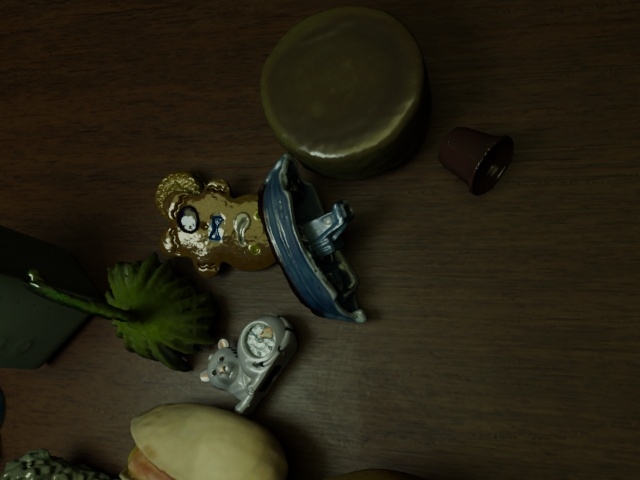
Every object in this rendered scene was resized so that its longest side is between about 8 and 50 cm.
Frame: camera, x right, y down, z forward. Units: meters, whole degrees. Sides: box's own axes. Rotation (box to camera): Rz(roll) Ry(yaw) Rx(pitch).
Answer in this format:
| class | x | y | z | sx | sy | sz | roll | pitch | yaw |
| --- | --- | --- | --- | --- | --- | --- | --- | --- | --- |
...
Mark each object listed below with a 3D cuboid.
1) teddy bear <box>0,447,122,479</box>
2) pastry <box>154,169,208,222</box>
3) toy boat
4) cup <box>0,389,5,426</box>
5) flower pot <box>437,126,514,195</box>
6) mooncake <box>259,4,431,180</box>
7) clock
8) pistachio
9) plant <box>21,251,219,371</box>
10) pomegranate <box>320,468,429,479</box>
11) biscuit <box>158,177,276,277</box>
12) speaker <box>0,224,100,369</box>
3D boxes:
| class | x | y | z | sx | sy | sz | roll | pitch | yaw |
| --- | --- | --- | --- | --- | --- | --- | --- | --- | --- |
| teddy bear | -0.398 | 0.570 | 1.069 | 0.357 | 0.224 | 0.367 | 18 | 87 | 32 |
| pastry | -0.258 | -0.082 | 1.224 | 0.097 | 0.057 | 0.109 | 15 | 86 | 16 |
| toy boat | 0.000 | 0.000 | 1.086 | 0.142 | 0.129 | 0.309 | -24 | 92 | 29 |
| cup | -0.688 | 0.341 | 1.216 | 0.131 | 0.155 | 0.176 | -38 | 71 | 7 |
| flower pot | 0.248 | -0.141 | 1.072 | 0.089 | 0.111 | 0.111 | 38 | 91 | 31 |
| mooncake | 0.047 | -0.244 | 1.116 | 0.284 | 0.155 | 0.284 | -3 | 79 | 18 |
| clock | -0.124 | 0.196 | 1.123 | 0.117 | 0.080 | 0.176 | 35 | 92 | 19 |
| pistachio | -0.186 | 0.368 | 1.052 | 0.299 | 0.187 | 0.187 | 9 | 83 | 21 |
| plant | -0.313 | 0.143 | 1.068 | 0.251 | 0.333 | 0.180 | 28 | 103 | 6 |
| pomegranate | 0.055 | 0.496 | 0.855 | 0.417 | 0.416 | 0.416 | -3 | 79 | 15 |
| biscuit | -0.171 | -0.020 | 1.170 | 0.236 | 0.039 | 0.180 | 5 | 92 | 2 |
| speaker | -0.562 | 0.087 | 1.100 | 0.184 | 0.406 | 0.183 | -41 | 72 | 1 |
